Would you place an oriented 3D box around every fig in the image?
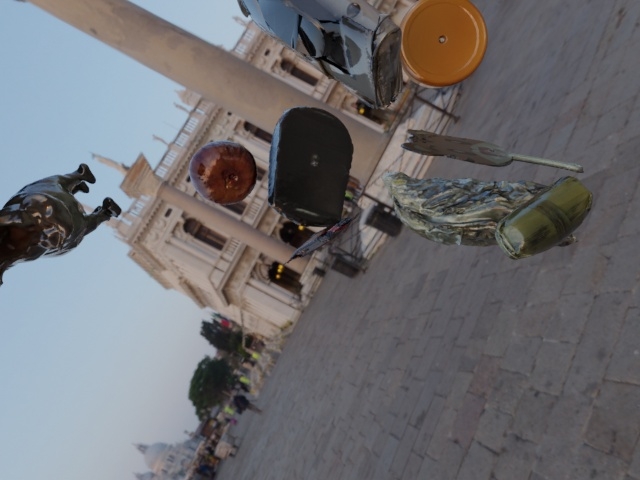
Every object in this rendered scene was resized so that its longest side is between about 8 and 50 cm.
[{"bbox_3d":[-0.179,-0.130,0.914,0.128,0.128,0.150,-62,-4,13],"label":"fig"}]

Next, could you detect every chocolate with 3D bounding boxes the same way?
[{"bbox_3d":[0.000,0.000,0.898,0.182,0.028,0.086,-28,8,42],"label":"chocolate"}]

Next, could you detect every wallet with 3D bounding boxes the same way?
[{"bbox_3d":[-0.010,-0.242,0.533,0.069,0.231,0.170,-46,-14,-4],"label":"wallet"}]

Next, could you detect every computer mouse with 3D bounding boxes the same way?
[{"bbox_3d":[-0.028,-0.152,0.991,0.087,0.168,0.296,-38,40,57],"label":"computer mouse"}]

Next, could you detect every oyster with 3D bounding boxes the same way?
[{"bbox_3d":[0.270,-0.052,0.836,0.162,0.350,0.158,76,-147,-58],"label":"oyster"}]

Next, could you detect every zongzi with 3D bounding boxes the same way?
[{"bbox_3d":[0.214,-0.005,0.494,0.104,0.052,0.113,-29,-19,-12],"label":"zongzi"}]

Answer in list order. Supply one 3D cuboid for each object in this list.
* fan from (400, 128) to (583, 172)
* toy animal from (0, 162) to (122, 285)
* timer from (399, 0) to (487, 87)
[{"bbox_3d":[0.215,-0.109,0.599,0.152,0.226,0.008,-63,-17,-65],"label":"fan"},{"bbox_3d":[-0.363,-0.026,0.629,0.168,0.106,0.343,-35,17,-10],"label":"toy animal"},{"bbox_3d":[0.180,-0.299,0.764,0.132,0.132,0.152,-63,0,6],"label":"timer"}]
